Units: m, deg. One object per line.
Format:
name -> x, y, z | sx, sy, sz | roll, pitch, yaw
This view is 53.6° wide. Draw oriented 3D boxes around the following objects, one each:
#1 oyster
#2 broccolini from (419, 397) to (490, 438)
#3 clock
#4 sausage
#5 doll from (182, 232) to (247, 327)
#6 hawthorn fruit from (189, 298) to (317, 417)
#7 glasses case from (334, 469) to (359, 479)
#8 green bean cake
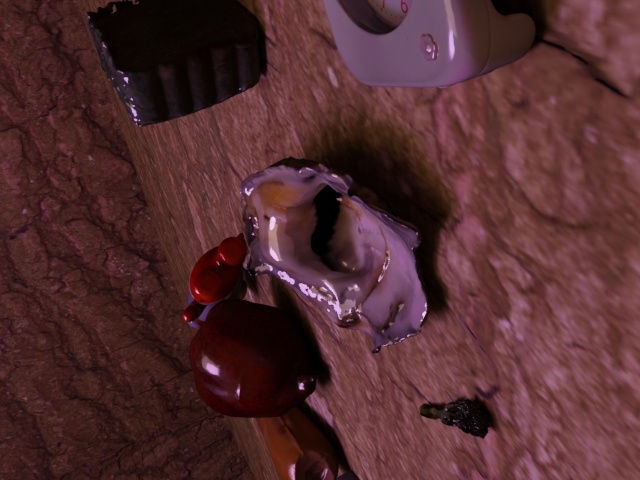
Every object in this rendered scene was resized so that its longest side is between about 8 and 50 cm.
oyster -> 0.009, -0.004, 0.645 | 0.271, 0.100, 0.275 | 57, 147, 22
broccolini -> 0.133, 0.178, 0.640 | 0.035, 0.030, 0.140 | 29, 164, -1
clock -> 0.047, -0.188, 0.370 | 0.151, 0.062, 0.191 | 30, 139, 62
sausage -> -0.063, 0.409, 1.321 | 0.134, 0.116, 0.354 | 58, 168, -15
doll -> -0.202, 0.092, 1.246 | 0.105, 0.200, 0.336 | 33, 160, -1
hawthorn fruit -> -0.103, 0.213, 1.091 | 0.248, 0.208, 0.208 | 16, 131, 37
glasses case -> 0.088, 0.487, 1.092 | 0.205, 0.047, 0.071 | 30, 139, 62
green bean cake -> -0.177, -0.229, 0.774 | 0.181, 0.173, 0.094 | 51, 158, 38
